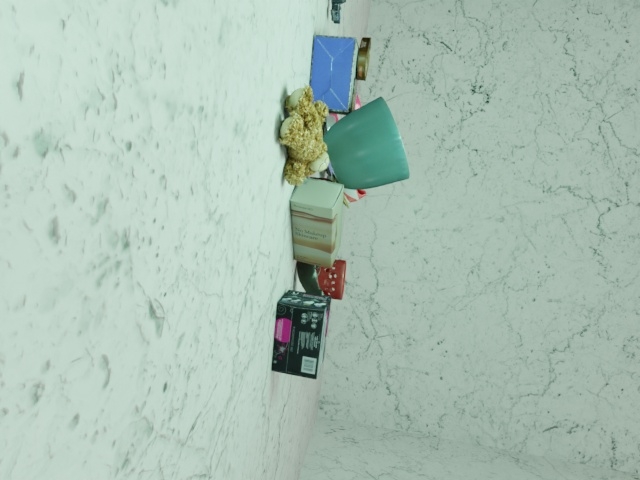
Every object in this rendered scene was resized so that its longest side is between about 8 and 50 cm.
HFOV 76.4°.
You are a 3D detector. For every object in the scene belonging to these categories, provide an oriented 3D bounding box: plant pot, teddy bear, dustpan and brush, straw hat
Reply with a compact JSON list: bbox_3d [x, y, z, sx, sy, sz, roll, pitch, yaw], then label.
[{"bbox_3d":[0.145,-0.308,1.405,0.293,0.235,0.293,-21,90,-83],"label":"plant pot"},{"bbox_3d":[-0.037,-0.280,1.147,0.338,0.113,0.245,87,15,-57],"label":"teddy bear"},{"bbox_3d":[0.031,0.178,1.939,0.191,0.174,0.191,8,90,-83],"label":"plant pot"},{"bbox_3d":[0.034,-0.519,1.758,0.147,0.060,0.211,-93,-170,-48],"label":"dustpan and brush"},{"bbox_3d":[0.045,-0.162,1.432,0.144,0.061,0.144,61,11,-21],"label":"straw hat"}]

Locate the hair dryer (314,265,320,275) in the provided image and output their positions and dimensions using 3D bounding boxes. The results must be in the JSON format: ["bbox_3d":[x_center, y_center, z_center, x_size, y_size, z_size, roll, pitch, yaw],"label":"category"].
[{"bbox_3d":[0.000,0.000,1.771,0.223,0.080,0.293,-94,-178,-51],"label":"hair dryer"}]

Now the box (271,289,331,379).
[{"bbox_3d":[-0.060,0.310,1.368,0.142,0.163,0.247,-51,148,-75],"label":"box"}]

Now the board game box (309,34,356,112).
[{"bbox_3d":[0.057,-0.578,1.461,0.291,0.141,0.232,-59,156,-74],"label":"board game box"}]

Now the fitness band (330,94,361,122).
[{"bbox_3d":[0.098,-0.568,1.750,0.291,0.054,0.209,-152,-127,-67],"label":"fitness band"}]

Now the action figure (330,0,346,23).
[{"bbox_3d":[0.104,-0.920,1.388,0.330,0.179,0.341,-59,156,-49],"label":"action figure"}]

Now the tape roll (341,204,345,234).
[{"bbox_3d":[0.047,-0.081,2.018,0.286,0.100,0.286,9,90,-78],"label":"tape roll"}]

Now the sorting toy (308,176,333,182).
[{"bbox_3d":[-0.028,-0.102,1.595,0.126,0.127,0.365,-121,-150,-49],"label":"sorting toy"}]

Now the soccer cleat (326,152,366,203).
[{"bbox_3d":[0.106,-0.309,1.876,0.318,0.116,0.108,58,25,-34],"label":"soccer cleat"}]

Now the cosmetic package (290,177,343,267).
[{"bbox_3d":[-0.011,-0.055,1.406,0.296,0.153,0.129,88,19,-46],"label":"cosmetic package"}]

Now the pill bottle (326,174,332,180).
[{"bbox_3d":[0.087,-0.391,2.007,0.121,0.121,0.216,24,73,-83],"label":"pill bottle"}]

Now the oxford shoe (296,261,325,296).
[{"bbox_3d":[-0.044,0.166,1.570,0.212,0.076,0.076,69,-17,2],"label":"oxford shoe"}]

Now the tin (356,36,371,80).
[{"bbox_3d":[0.155,-0.649,1.455,0.106,0.040,0.189,82,16,-49],"label":"tin"}]
